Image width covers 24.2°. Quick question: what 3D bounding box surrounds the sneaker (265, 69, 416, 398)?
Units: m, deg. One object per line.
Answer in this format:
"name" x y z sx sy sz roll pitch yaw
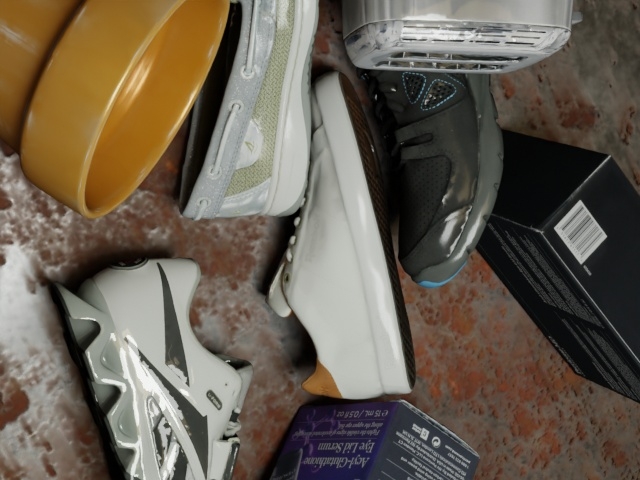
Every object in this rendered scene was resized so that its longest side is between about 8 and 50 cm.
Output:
"sneaker" 0.000 0.000 1.305 0.123 0.106 0.290 -9 91 12

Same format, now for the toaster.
"toaster" 0.101 -0.213 1.182 0.227 0.129 0.146 1 86 -16

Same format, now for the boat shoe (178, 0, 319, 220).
"boat shoe" -0.068 -0.171 1.228 0.103 0.118 0.320 -7 112 -21

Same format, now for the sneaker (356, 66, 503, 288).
"sneaker" 0.084 -0.130 1.300 0.140 0.125 0.340 7 82 -16

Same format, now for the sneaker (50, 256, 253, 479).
"sneaker" -0.113 0.170 1.277 0.146 0.122 0.330 -19 109 -18

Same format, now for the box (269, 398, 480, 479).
"box" 0.025 0.255 1.310 0.108 0.153 0.207 37 61 -27

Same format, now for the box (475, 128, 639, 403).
"box" 0.251 0.031 1.380 0.103 0.184 0.261 -46 116 -12

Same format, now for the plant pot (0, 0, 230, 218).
"plant pot" -0.200 -0.150 1.116 0.188 0.205 0.205 30 88 7
